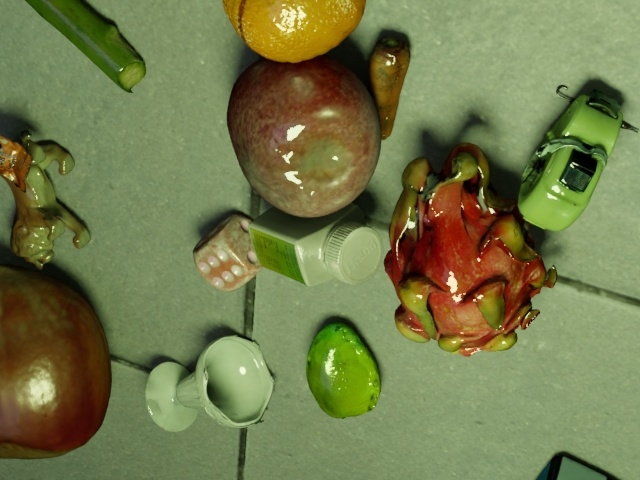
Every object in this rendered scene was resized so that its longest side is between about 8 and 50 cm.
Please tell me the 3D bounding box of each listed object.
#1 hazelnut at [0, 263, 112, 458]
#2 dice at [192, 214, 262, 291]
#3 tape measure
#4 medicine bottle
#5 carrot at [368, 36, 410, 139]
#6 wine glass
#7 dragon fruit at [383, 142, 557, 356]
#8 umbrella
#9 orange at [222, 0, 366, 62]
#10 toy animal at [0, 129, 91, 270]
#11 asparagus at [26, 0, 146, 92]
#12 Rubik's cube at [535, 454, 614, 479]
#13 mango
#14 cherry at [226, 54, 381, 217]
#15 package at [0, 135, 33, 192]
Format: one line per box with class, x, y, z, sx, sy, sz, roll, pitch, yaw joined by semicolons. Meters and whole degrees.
hazelnut;-0.549;0.226;2.102;0.365;0.366;0.366;13;129;16
dice;-0.144;0.019;1.902;0.094;0.091;0.093;46;131;-14
tape measure;0.318;-0.090;1.557;0.087;0.154;0.177;23;146;-4
medicine bottle;0.000;0.000;1.747;0.188;0.132;0.088;21;134;49
carrot;0.091;-0.212;1.645;0.055;0.055;0.161;19;138;11
wine glass;-0.204;0.263;2.078;0.196;0.165;0.165;-19;115;39
dragon fruit;0.199;0.015;1.666;0.227;0.243;0.307;23;103;40
umbrella;0.367;-0.170;1.569;0.122;0.013;0.022;31;111;3
orange;-0.033;-0.326;1.515;0.193;0.193;0.161;4;151;23
toy animal;-0.491;-0.073;1.999;0.157;0.097;0.312;10;127;26
asparagus;-0.372;-0.333;1.762;0.277;0.060;0.067;41;121;-10
Rubik's cube;0.432;0.574;1.928;0.293;0.283;0.288;25;131;1
mango;0.035;0.216;1.968;0.119;0.100;0.178;-15;114;-8
cherry;-0.025;-0.160;1.643;0.206;0.239;0.239;-22;118;2
package;-0.504;-0.131;1.889;0.110;0.033;0.077;31;110;15
